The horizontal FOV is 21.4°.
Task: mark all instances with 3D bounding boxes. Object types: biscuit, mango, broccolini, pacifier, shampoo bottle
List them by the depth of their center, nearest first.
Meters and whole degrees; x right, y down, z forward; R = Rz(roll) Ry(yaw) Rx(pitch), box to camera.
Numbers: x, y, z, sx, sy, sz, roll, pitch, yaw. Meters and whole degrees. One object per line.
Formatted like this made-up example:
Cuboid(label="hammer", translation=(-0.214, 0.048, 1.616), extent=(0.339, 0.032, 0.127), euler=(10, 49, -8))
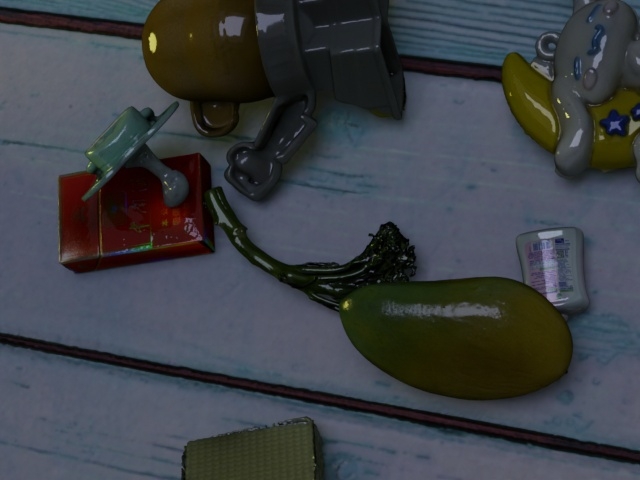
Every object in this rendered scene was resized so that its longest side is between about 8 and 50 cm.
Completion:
Cuboid(label="biscuit", translation=(-0.065, 0.281, 1.713), extent=(0.150, 0.052, 0.252), euler=(-14, 30, 4))
Cuboid(label="mango", translation=(0.141, 0.102, 1.750), extent=(0.237, 0.137, 0.091), euler=(-1, 27, 17))
Cuboid(label="shampoo bottle", translation=(0.246, 0.039, 1.785), extent=(0.072, 0.043, 0.099), euler=(-9, 71, 13))
Cuboid(label="broccolini", translation=(-0.008, -0.003, 1.850), extent=(0.271, 0.062, 0.123), euler=(32, 78, 17))
Cuboid(label="pacifier", translation=(-0.195, -0.084, 1.877), extent=(0.116, 0.127, 0.150), euler=(43, 83, -12))

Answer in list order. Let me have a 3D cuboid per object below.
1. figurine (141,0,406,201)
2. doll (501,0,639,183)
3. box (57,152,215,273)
Cuboid(label="figurine", translation=(-0.061, -0.229, 1.892), extent=(0.284, 0.167, 0.343), euler=(-9, 70, 11))
Cuboid(label="doll", translation=(0.309, -0.183, 1.807), extent=(0.237, 0.111, 0.252), euler=(18, 86, 21))
Cuboid(label="box", translation=(-0.211, -0.031, 1.929), extent=(0.175, 0.048, 0.112), euler=(-10, 70, 12))
